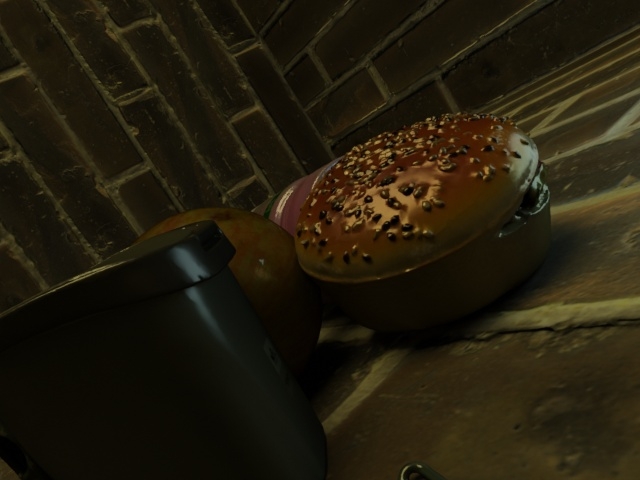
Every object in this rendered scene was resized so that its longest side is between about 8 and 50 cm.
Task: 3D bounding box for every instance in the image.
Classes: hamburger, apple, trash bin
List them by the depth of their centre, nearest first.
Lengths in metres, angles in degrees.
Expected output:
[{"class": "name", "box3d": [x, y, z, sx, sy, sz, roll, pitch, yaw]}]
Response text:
[{"class": "trash bin", "box3d": [-0.134, 0.128, 0.493, 0.219, 0.250, 0.220, -31, 7, 6]}, {"class": "hamburger", "box3d": [0.111, -0.034, 0.659, 0.300, 0.176, 0.300, -21, 22, 9]}, {"class": "apple", "box3d": [-0.126, 0.080, 0.723, 0.264, 0.264, 0.264, -32, 7, 5]}]

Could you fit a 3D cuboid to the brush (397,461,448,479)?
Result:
[{"class": "brush", "box3d": [0.095, 0.153, 0.269, 0.062, 0.027, 0.266, -34, 3, -13]}]

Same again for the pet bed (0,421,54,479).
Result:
[{"class": "pet bed", "box3d": [-0.435, 0.297, 0.981, 0.159, 0.183, 0.211, -34, 2, 45]}]

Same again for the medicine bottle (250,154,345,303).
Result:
[{"class": "medicine bottle", "box3d": [0.000, 0.000, 0.937, 0.212, 0.212, 0.325, -37, 7, -27]}]
